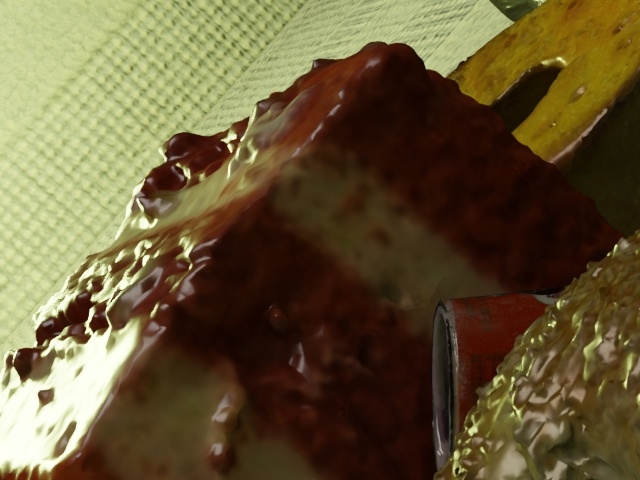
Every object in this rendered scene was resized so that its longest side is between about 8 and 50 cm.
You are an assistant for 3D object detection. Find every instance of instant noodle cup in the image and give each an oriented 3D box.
[{"bbox_3d":[0.121,0.069,0.716,0.127,0.136,0.127,180,90,-89],"label":"instant noodle cup"}]

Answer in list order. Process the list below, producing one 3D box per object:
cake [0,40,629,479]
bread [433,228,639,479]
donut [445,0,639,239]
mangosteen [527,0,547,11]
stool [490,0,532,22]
[{"bbox_3d":[-0.009,0.091,0.873,0.319,0.270,0.269,-55,16,-23],"label":"cake"},{"bbox_3d":[0.134,0.113,0.512,0.305,0.159,0.305,-44,30,34],"label":"bread"},{"bbox_3d":[0.165,-0.065,1.114,0.303,0.110,0.303,-41,17,16],"label":"donut"},{"bbox_3d":[0.237,-0.203,1.247,0.152,0.152,0.152,-43,15,14],"label":"mangosteen"},{"bbox_3d":[0.227,-0.260,1.438,0.121,0.125,0.217,-50,24,-18],"label":"stool"}]
